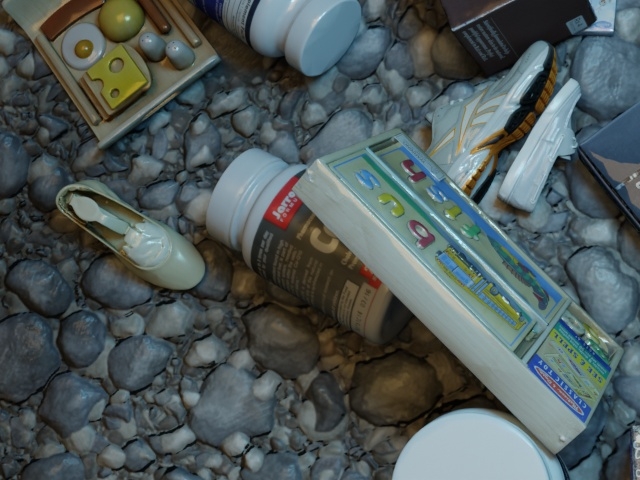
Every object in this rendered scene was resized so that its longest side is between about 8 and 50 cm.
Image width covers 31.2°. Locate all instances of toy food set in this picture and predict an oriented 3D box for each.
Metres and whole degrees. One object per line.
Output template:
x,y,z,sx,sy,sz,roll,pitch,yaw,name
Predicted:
-0.314,-0.307,1.696,0.219,0.092,0.306,-37,69,3,toy food set

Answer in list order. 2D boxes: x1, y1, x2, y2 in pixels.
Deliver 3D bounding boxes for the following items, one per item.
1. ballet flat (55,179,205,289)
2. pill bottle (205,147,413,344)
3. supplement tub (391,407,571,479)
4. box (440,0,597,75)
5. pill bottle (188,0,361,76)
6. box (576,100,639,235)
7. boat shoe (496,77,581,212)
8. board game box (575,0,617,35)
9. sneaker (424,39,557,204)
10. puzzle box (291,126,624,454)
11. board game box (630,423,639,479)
-0.274,-0.010,1.616,0.248,0.086,0.086,31,86,20,ballet flat
0.000,0.000,1.494,0.283,0.161,0.161,30,86,20,pill bottle
0.188,0.293,1.309,0.191,0.272,0.191,-4,76,15,supplement tub
0.236,-0.363,1.503,0.167,0.168,0.203,-25,68,17,box
-0.080,-0.352,1.611,0.264,0.153,0.153,39,89,20,pill bottle
0.472,-0.110,1.446,0.232,0.059,0.183,-35,69,5,box
0.300,-0.122,1.497,0.063,0.066,0.184,30,83,6,boat shoe
0.355,-0.323,1.553,0.090,0.020,0.090,5,78,17,board game box
0.205,-0.166,1.512,0.121,0.099,0.262,36,90,25,sneaker
0.172,0.039,1.338,0.409,0.272,0.052,45,116,7,puzzle box
0.489,0.281,1.251,0.291,0.232,0.141,-2,76,14,board game box
